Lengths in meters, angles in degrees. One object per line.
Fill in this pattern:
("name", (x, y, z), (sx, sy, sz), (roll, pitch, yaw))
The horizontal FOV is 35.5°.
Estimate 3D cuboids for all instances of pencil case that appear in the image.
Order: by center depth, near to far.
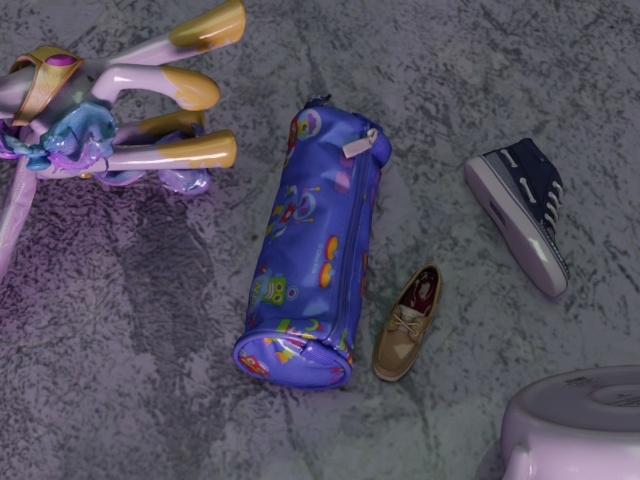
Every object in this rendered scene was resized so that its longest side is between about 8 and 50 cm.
("pencil case", (0.000, 0.000, 1.048), (0.119, 0.133, 0.306), (25, 61, -24))

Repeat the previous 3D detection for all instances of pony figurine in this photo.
("pony figurine", (-0.277, -0.109, 1.024), (0.363, 0.351, 0.303), (-8, 64, -25))

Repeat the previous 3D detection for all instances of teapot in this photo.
("teapot", (0.279, 0.227, 0.890), (0.256, 0.252, 0.187), (-2, 98, 23))

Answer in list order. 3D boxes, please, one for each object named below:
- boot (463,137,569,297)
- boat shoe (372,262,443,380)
("boot", (0.239, -0.032, 1.093), (0.086, 0.069, 0.190), (-24, 63, -8))
("boat shoe", (0.091, 0.081, 1.049), (0.050, 0.045, 0.135), (20, 64, 11))
